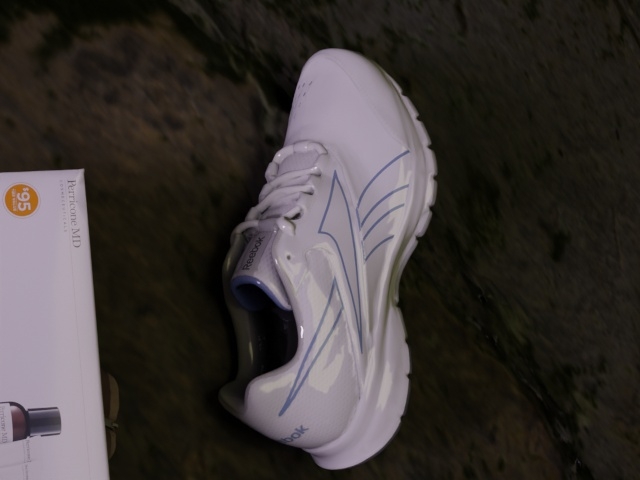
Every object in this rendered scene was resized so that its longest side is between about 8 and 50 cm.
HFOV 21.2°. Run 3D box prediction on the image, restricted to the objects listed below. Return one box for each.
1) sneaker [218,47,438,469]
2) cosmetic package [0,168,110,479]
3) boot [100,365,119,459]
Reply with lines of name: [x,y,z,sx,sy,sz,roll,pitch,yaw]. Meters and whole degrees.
sneaker: [0.000,0.000,1.159,0.129,0.111,0.297,22,63,-43]
cosmetic package: [-0.166,0.084,0.908,0.099,0.060,0.239,-4,82,-20]
boot: [-0.151,0.075,0.991,0.087,0.042,0.118,24,63,-55]
